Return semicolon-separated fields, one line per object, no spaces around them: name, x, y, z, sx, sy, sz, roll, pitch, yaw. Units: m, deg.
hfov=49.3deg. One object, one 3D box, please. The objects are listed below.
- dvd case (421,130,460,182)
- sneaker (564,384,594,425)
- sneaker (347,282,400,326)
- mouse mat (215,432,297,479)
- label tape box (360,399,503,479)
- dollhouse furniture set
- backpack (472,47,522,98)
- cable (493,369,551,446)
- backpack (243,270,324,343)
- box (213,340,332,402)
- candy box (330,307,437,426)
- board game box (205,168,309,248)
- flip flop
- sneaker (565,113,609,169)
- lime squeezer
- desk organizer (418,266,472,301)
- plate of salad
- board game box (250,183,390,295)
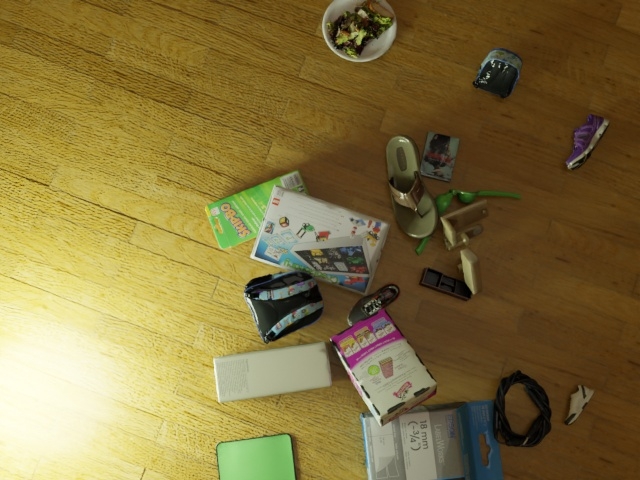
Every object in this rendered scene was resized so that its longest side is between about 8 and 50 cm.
dvd case;0.309;-0.217;1.813;0.087;0.013;0.120;14;83;2
sneaker;0.628;0.405;1.718;0.043;0.040;0.109;33;79;21
sneaker;0.131;0.157;1.732;0.158;0.065;0.061;-40;84;-6
mouse mat;-0.156;0.558;1.703;0.189;0.007;0.153;-7;82;0
label tape box;0.275;0.518;1.661;0.333;0.106;0.241;-6;82;-1
dollhouse furniture set;0.391;0.015;1.714;0.123;0.144;0.151;-23;44;-4
backpack;0.464;-0.440;1.795;0.104;0.114;0.084;23;63;4
cable;0.495;0.411;1.703;0.150;0.047;0.185;5;81;-7
backpack;-0.085;0.145;1.695;0.173;0.117;0.158;-22;100;-1
box;-0.114;0.317;1.693;0.274;0.094;0.113;-7;82;-2
candy box;0.148;0.298;1.658;0.159;0.071;0.233;-27;57;-11
board game box;-0.153;-0.077;1.779;0.259;0.039;0.124;-21;84;-6
flip flop;0.219;-0.137;1.750;0.112;0.080;0.277;-15;79;23
sneaker;0.678;-0.255;1.806;0.071;0.068;0.170;31;74;19
lime squeezer;0.359;-0.085;1.773;0.310;0.059;0.110;-28;83;-5
desk organizer;0.317;0.109;1.747;0.130;0.050;0.047;19;82;2
plate of salad;0.105;-0.571;1.845;0.199;0.048;0.200;0;82;-1
board game box;0.000;0.000;1.739;0.305;0.053;0.193;19;88;-3
